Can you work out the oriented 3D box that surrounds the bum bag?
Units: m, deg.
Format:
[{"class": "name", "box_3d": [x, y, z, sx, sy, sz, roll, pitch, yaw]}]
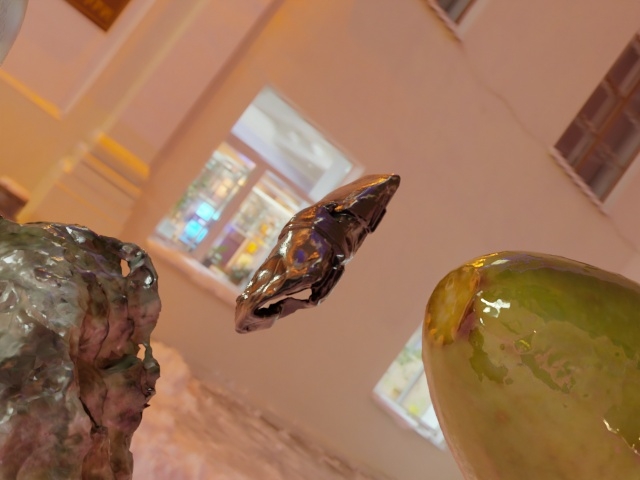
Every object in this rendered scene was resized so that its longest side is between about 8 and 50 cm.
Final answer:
[{"class": "bum bag", "box_3d": [0.000, -0.001, 0.914, 0.069, 0.102, 0.248, 40, 42, -5]}]

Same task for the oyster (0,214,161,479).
[{"class": "oyster", "box_3d": [-0.194, 0.095, 0.520, 0.198, 0.267, 0.112, 20, -37, -6]}]

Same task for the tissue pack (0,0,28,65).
[{"class": "tissue pack", "box_3d": [-0.302, -0.187, 0.685, 0.167, 0.200, 0.275, 26, -27, -13]}]

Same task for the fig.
[{"class": "fig", "box_3d": [0.225, 0.139, 0.904, 0.326, 0.258, 0.258, 45, -6, -29]}]
